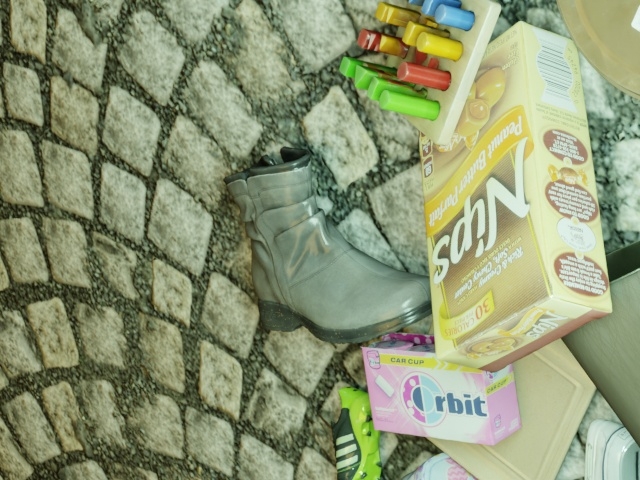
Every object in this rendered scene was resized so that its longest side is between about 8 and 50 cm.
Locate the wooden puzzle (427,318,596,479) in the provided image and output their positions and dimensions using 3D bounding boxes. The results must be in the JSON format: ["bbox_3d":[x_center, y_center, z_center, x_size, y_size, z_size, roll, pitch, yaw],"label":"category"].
[{"bbox_3d":[0.214,0.172,1.926,0.221,0.044,0.239,37,127,25],"label":"wooden puzzle"}]

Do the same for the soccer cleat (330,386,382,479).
[{"bbox_3d":[0.044,0.273,2.127,0.072,0.060,0.179,30,122,42],"label":"soccer cleat"}]

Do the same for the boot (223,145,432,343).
[{"bbox_3d":[0.000,0.000,1.967,0.338,0.118,0.223,-1,109,50],"label":"boot"}]

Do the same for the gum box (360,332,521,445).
[{"bbox_3d":[0.137,0.172,1.919,0.188,0.062,0.107,2,107,41],"label":"gum box"}]

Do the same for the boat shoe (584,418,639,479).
[{"bbox_3d":[0.340,0.306,1.855,0.076,0.083,0.226,30,124,54],"label":"boat shoe"}]

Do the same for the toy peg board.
[{"bbox_3d":[0.097,-0.209,1.738,0.161,0.079,0.160,48,123,55],"label":"toy peg board"}]

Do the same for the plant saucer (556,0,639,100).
[{"bbox_3d":[0.339,-0.255,1.593,0.278,0.041,0.278,20,123,35],"label":"plant saucer"}]

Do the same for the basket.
[{"bbox_3d":[0.356,0.124,1.688,0.204,0.154,0.227,-24,96,51],"label":"basket"}]

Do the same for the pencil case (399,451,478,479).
[{"bbox_3d":[0.114,0.371,2.063,0.124,0.113,0.273,42,135,1],"label":"pencil case"}]

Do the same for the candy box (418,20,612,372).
[{"bbox_3d":[0.193,-0.044,1.685,0.183,0.087,0.316,-35,49,47],"label":"candy box"}]
